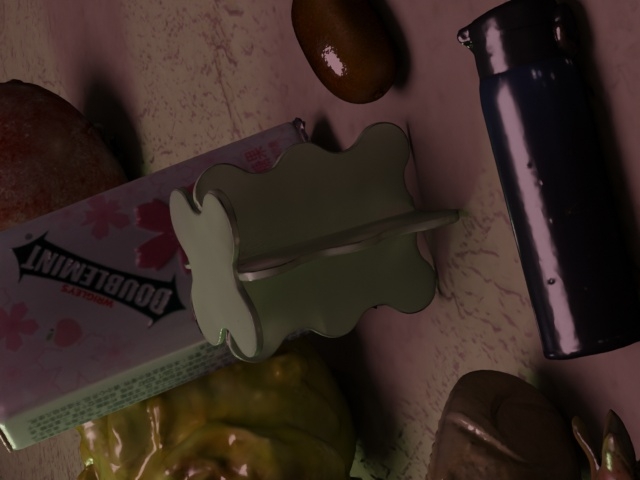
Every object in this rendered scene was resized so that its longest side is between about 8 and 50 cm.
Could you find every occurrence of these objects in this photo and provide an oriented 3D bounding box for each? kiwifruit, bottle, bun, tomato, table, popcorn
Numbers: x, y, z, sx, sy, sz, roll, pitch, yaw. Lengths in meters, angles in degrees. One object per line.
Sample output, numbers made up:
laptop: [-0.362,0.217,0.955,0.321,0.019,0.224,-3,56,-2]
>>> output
kiwifruit: [0.019,-0.168,1.315,0.124,0.075,0.075,60,154,21]
bottle: [0.160,-0.044,1.070,0.082,0.072,0.244,-15,91,31]
bun: [0.139,0.187,1.182,0.166,0.113,0.173,88,-162,-45]
tomato: [-0.386,-0.053,2.061,0.317,0.282,0.316,42,157,23]
table: [0.000,0.000,1.297,0.166,0.198,0.166,46,144,48]
popcorn: [-0.111,0.199,1.562,0.312,0.312,0.312,46,144,49]

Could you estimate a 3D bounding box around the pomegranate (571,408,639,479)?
pomegranate: [0.201,0.216,1.062,0.131,0.152,0.191,15,98,25]

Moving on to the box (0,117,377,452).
box: [-0.144,0.035,1.436,0.112,0.370,0.190,84,161,-63]
